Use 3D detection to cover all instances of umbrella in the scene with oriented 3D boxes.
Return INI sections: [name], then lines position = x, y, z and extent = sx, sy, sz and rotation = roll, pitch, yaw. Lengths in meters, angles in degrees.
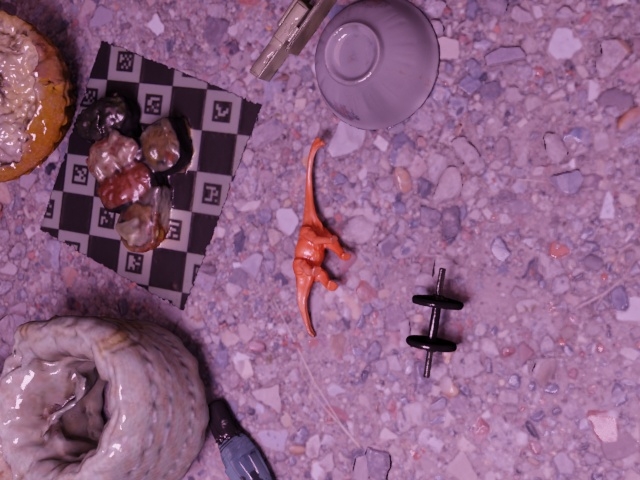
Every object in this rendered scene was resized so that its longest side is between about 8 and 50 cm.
[umbrella]
position = -0.099, 0.342, 1.513
extent = 0.053, 0.052, 0.250
rotation = -36, 69, 19

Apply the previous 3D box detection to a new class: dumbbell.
[dumbbell]
position = 0.150, 0.109, 1.383
extent = 0.069, 0.069, 0.147
rotation = 9, 95, 26

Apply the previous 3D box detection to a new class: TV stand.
[TV stand]
position = -0.015, -0.328, 1.483
extent = 0.042, 0.036, 0.249
rotation = 43, 108, 18

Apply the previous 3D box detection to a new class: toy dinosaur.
[toy dinosaur]
position = -0.005, -0.001, 1.467
extent = 0.101, 0.055, 0.279
rotation = 22, 103, 48

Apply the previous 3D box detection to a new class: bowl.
[bowl]
position = 0.059, -0.245, 1.420
extent = 0.189, 0.086, 0.189
rotation = 0, 91, 27

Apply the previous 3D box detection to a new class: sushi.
[sushi]
position = -0.291, -0.109, 1.603
extent = 0.320, 0.069, 0.339
rotation = 27, 102, 24

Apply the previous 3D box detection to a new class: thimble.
[thimble]
position = -0.323, 0.240, 1.537
extent = 0.291, 0.195, 0.291
rotation = -6, 80, 34

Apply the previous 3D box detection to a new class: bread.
[bread]
position = -0.496, -0.225, 1.654
extent = 0.274, 0.149, 0.274
rotation = 2, 96, 23

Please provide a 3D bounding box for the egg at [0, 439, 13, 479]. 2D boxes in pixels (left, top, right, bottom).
[egg]
position = -0.519, 0.331, 1.651
extent = 0.195, 0.195, 0.233
rotation = -1, 104, 27
